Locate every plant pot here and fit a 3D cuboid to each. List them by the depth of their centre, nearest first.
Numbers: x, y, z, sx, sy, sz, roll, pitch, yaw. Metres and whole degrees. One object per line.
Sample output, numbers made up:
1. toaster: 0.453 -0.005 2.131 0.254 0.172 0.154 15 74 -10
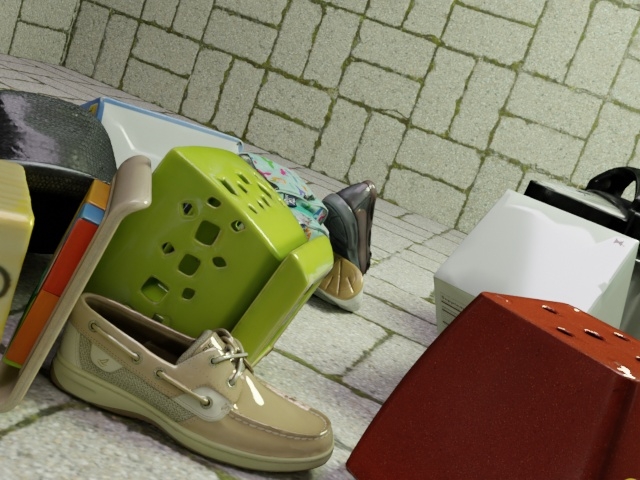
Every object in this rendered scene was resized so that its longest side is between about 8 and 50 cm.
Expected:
1. plant pot: 0.235 0.200 0.751 0.267 0.236 0.267 10 16 -41
2. plant pot: -0.121 0.038 0.883 0.207 0.228 0.227 38 11 5

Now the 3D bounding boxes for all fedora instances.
1. fedora: -0.361 -0.088 0.926 0.334 0.152 0.334 -3 -15 -1

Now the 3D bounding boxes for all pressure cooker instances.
1. pressure cooker: 0.501 0.064 1.356 0.375 0.420 0.370 10 17 -39

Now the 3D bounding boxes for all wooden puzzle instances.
1. wooden puzzle: -0.249 0.025 0.725 0.044 0.239 0.221 33 7 -20

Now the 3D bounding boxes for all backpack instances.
1. backpack: -0.102 -0.014 1.190 0.191 0.225 0.253 47 14 14

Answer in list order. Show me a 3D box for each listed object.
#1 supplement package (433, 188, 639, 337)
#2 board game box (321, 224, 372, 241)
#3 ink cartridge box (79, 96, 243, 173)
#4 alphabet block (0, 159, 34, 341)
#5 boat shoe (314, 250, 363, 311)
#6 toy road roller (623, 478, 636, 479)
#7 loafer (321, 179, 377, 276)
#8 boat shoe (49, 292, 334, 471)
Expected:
1. supplement package: 0.302 0.110 1.053 0.198 0.199 0.263 28 -31 32
2. board game box: 0.000 0.000 1.689 0.193 0.053 0.305 22 12 11
3. ink cartridge box: -0.355 -0.154 1.408 0.270 0.151 0.395 15 -4 -30
4. alphabet block: -0.384 0.015 0.651 0.197 0.192 0.193 15 15 -29
5. boat shoe: -0.028 0.043 1.370 0.277 0.098 0.096 41 -20 32
6. toy road roller: 0.232 0.288 0.425 0.329 0.202 0.240 11 16 -45
7. loafer: 0.065 -0.005 1.365 0.109 0.095 0.302 47 -17 23
8. boat shoe: -0.121 0.141 0.743 0.302 0.098 0.109 21 12 3
